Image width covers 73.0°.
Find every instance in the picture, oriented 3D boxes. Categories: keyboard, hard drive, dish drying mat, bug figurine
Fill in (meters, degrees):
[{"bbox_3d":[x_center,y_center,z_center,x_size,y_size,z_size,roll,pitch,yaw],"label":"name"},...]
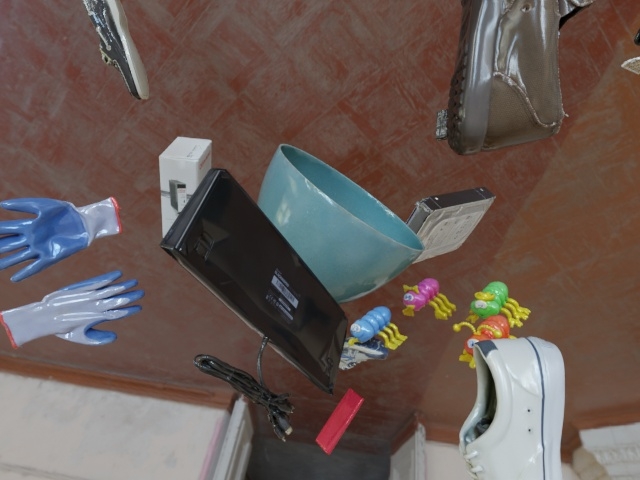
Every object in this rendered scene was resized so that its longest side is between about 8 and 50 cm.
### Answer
[{"bbox_3d":[-0.062,0.092,0.491,0.033,0.202,0.317,-9,135,31],"label":"keyboard"},{"bbox_3d":[0.373,-0.042,1.332,0.338,0.064,0.237,-12,140,-38],"label":"hard drive"},{"bbox_3d":[0.026,0.239,0.575,0.008,0.083,0.032,41,169,-32],"label":"dish drying mat"},{"bbox_3d":[0.184,0.116,0.670,0.278,0.216,0.072,-3,107,42],"label":"bug figurine"}]

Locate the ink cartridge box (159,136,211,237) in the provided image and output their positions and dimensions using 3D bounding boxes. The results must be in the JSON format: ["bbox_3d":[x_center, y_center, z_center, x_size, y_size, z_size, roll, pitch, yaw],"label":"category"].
[{"bbox_3d":[-0.206,-0.081,0.672,0.056,0.099,0.135,7,119,-4],"label":"ink cartridge box"}]

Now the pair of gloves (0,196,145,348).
[{"bbox_3d":[-0.307,0.041,0.524,0.023,0.159,0.198,3,107,56],"label":"pair of gloves"}]

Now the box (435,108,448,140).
[{"bbox_3d":[0.348,-0.316,1.172,0.067,0.083,0.018,-4,163,37],"label":"box"}]

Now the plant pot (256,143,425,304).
[{"bbox_3d":[0.000,0.000,0.738,0.290,0.290,0.195,31,107,-19],"label":"plant pot"}]

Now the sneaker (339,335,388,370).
[{"bbox_3d":[0.053,0.196,0.752,0.135,0.052,0.058,2,99,27],"label":"sneaker"}]

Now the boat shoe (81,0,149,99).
[{"bbox_3d":[-0.228,-0.217,0.481,0.038,0.046,0.125,-17,105,-4],"label":"boat shoe"}]

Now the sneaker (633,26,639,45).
[{"bbox_3d":[0.832,-0.543,1.038,0.072,0.077,0.178,44,155,22],"label":"sneaker"}]

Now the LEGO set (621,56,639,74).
[{"bbox_3d":[0.383,-0.220,0.348,0.060,0.182,0.244,11,103,-26],"label":"LEGO set"}]

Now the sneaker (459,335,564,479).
[{"bbox_3d":[0.189,0.228,0.446,0.091,0.258,0.094,5,168,3],"label":"sneaker"}]

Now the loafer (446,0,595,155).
[{"bbox_3d":[0.228,-0.274,0.482,0.130,0.134,0.366,7,97,6],"label":"loafer"}]
